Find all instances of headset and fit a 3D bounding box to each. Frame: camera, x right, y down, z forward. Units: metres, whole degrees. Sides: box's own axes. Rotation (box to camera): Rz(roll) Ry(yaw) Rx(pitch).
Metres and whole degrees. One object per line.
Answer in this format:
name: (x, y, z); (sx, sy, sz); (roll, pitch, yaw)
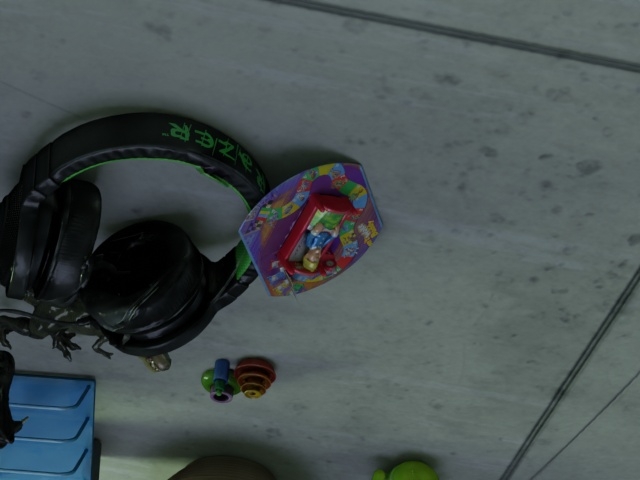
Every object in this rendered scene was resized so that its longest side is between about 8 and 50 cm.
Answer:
headset: (-0.216, 0.044, 1.593); (0.243, 0.185, 0.394); (30, 127, -31)

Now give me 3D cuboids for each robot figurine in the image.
robot figurine: (0.105, 0.314, 2.041); (0.101, 0.067, 0.115); (24, 142, -15)

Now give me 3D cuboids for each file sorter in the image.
file sorter: (-0.329, 0.250, 1.901); (0.118, 0.104, 0.170); (4, 101, 1)

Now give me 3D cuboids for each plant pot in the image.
plant pot: (-0.123, 0.346, 2.083); (0.237, 0.110, 0.237); (3, 145, 2)

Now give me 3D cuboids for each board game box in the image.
board game box: (0.000, 0.000, 1.574); (0.133, 0.033, 0.168); (-30, 143, -6)

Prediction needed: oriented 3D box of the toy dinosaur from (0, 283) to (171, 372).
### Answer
toy dinosaur: (-0.292, 0.084, 1.777); (0.268, 0.064, 0.118); (23, 139, -16)

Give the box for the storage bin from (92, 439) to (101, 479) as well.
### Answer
storage bin: (-0.336, 0.287, 2.042); (0.135, 0.091, 0.098); (20, 143, -18)

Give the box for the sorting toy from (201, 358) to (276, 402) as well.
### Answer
sorting toy: (-0.099, 0.167, 1.878); (0.102, 0.042, 0.061); (-25, 135, 37)
